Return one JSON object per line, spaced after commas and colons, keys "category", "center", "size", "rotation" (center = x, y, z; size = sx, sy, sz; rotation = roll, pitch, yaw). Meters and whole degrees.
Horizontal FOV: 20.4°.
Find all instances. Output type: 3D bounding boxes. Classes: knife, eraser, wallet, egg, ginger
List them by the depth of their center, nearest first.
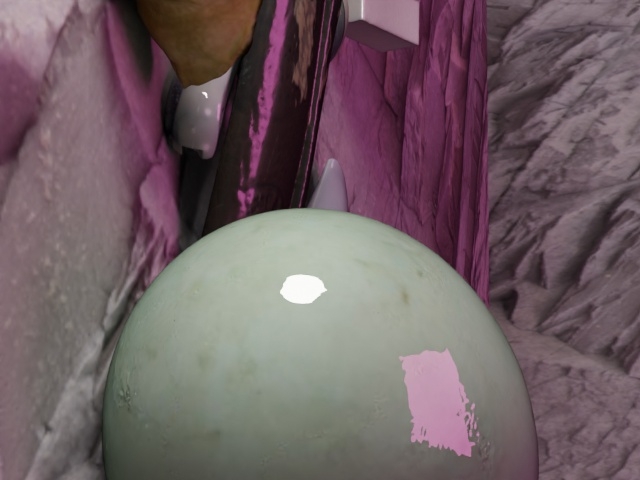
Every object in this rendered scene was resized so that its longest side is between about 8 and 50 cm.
{"category": "egg", "center": [0.002, 0.140, 1.149], "size": [0.389, 0.276, 0.276], "rotation": [80, 14, -52]}
{"category": "ginger", "center": [-0.099, -0.180, 1.181], "size": [0.122, 0.115, 0.193], "rotation": [-35, 134, -51]}
{"category": "wallet", "center": [-0.030, -0.086, 1.391], "size": [0.170, 0.044, 0.321], "rotation": [2, 101, -72]}
{"category": "knife", "center": [-0.076, -0.151, 1.394], "size": [0.265, 0.041, 0.073], "rotation": [-77, 173, -51]}
{"category": "eraser", "center": [0.058, -0.320, 1.917], "size": [0.124, 0.068, 0.210], "rotation": [16, 74, -57]}

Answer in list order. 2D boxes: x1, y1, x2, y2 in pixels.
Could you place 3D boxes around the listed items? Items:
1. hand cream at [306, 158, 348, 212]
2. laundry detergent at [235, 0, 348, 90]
{"category": "hand cream", "center": [0.000, 0.000, 1.741], "size": [0.255, 0.048, 0.079], "rotation": [-73, 164, -64]}
{"category": "laundry detergent", "center": [-0.029, -0.161, 1.536], "size": [0.225, 0.070, 0.099], "rotation": [-64, 173, -64]}
